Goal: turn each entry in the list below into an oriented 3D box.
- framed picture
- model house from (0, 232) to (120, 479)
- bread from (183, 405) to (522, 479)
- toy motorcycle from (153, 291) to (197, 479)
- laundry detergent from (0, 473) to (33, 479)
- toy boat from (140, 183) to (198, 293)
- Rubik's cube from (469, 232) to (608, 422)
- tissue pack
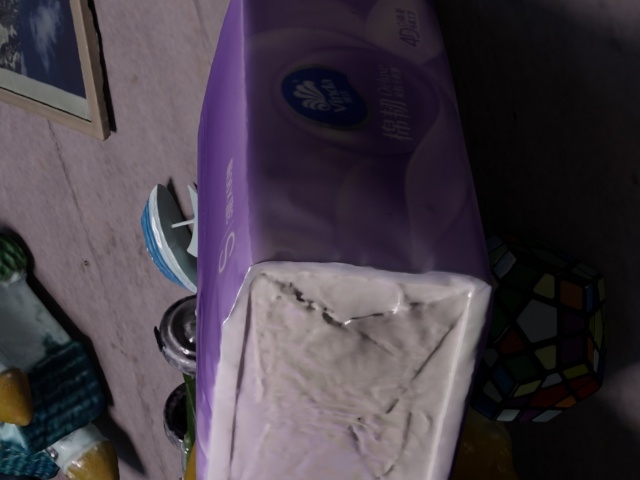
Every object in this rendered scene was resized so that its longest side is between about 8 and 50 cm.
[{"bbox_3d":[-0.272,-0.239,1.479,0.209,0.019,0.281,20,129,41],"label":"framed picture"},{"bbox_3d":[-0.323,0.168,1.707,0.291,0.184,0.253,41,137,16],"label":"model house"},{"bbox_3d":[0.018,0.249,1.170,0.300,0.210,0.341,26,98,21],"label":"bread"},{"bbox_3d":[-0.060,0.166,1.383,0.205,0.127,0.275,96,157,-51],"label":"toy motorcycle"},{"bbox_3d":[-0.425,0.294,1.944,0.289,0.143,0.094,13,117,40],"label":"laundry detergent"},{"bbox_3d":[-0.094,0.004,1.441,0.149,0.034,0.105,10,120,32],"label":"toy boat"},{"bbox_3d":[0.135,0.060,1.126,0.133,0.112,0.133,31,136,35],"label":"Rubik's cube"},{"bbox_3d":[0.000,0.000,1.064,0.338,0.160,0.242,-96,13,-51],"label":"tissue pack"}]
